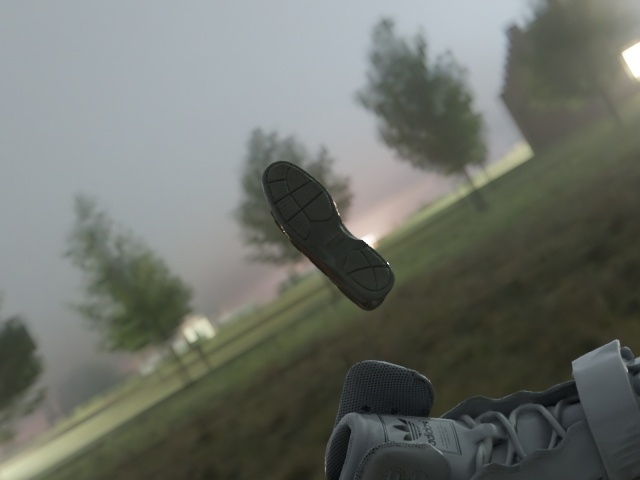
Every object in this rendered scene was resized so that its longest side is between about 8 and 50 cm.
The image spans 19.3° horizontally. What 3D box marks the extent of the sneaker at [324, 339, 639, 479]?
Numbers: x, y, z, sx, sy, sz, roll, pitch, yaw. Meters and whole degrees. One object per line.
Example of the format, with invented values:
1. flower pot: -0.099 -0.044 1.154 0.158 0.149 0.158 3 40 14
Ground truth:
1. sneaker: 0.137 0.127 1.164 0.366 0.210 0.137 -50 18 18

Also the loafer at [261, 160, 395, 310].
1. loafer: 0.000 0.000 1.322 0.045 0.125 0.039 -35 -16 -28
